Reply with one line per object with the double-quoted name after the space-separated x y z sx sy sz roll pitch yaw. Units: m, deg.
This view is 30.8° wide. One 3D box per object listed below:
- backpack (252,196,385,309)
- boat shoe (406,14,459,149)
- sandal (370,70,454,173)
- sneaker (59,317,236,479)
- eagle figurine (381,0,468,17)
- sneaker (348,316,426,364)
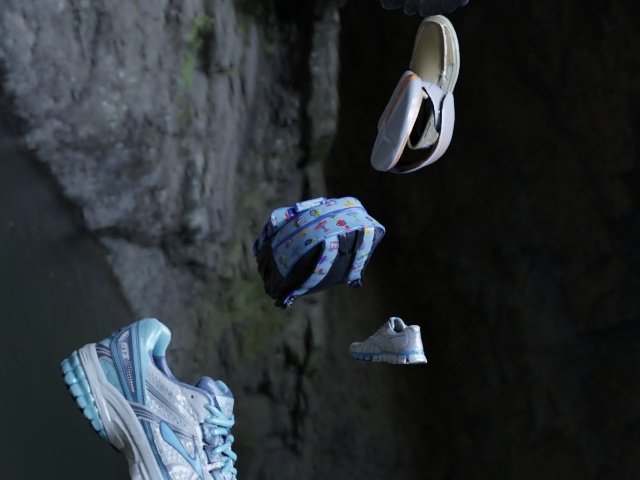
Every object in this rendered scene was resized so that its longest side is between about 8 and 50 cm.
0.000 0.000 1.600 0.116 0.158 0.173 66 -27 20 "backpack"
0.149 -0.216 1.612 0.072 0.068 0.190 -33 130 -51 "boat shoe"
0.112 -0.134 1.293 0.265 0.076 0.102 -72 -172 -72 "sandal"
-0.122 0.191 1.076 0.283 0.122 0.110 51 -7 14 "sneaker"
0.148 -0.394 1.269 0.226 0.298 0.225 48 0 -6 "eagle figurine"
0.121 0.179 2.083 0.191 0.071 0.082 -5 -97 52 "sneaker"
